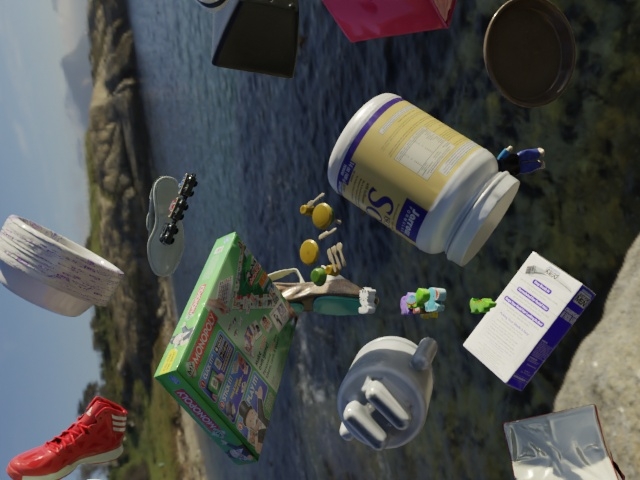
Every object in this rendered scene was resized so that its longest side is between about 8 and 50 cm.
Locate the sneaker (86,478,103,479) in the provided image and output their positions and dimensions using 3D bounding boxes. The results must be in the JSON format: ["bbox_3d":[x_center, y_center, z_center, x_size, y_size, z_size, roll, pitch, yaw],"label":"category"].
[{"bbox_3d":[-0.413,0.457,1.054,0.091,0.240,0.126,46,-163,-26],"label":"sneaker"}]

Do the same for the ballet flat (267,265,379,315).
[{"bbox_3d":[-0.027,0.110,1.571,0.108,0.315,0.106,105,161,-60],"label":"ballet flat"}]

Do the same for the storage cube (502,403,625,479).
[{"bbox_3d":[0.479,0.462,1.371,0.184,0.214,0.193,-90,-23,-44],"label":"storage cube"}]

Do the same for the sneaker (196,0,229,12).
[{"bbox_3d":[-0.249,-0.482,1.186,0.235,0.090,0.095,34,-176,17],"label":"sneaker"}]

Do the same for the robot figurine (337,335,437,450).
[{"bbox_3d":[0.156,0.343,1.625,0.200,0.300,0.353,47,-163,2],"label":"robot figurine"}]

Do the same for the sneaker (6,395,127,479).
[{"bbox_3d":[-0.444,0.342,1.249,0.087,0.221,0.128,24,107,31],"label":"sneaker"}]

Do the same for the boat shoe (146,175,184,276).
[{"bbox_3d":[-0.472,-0.044,2.139,0.091,0.114,0.303,-165,82,-69],"label":"boat shoe"}]

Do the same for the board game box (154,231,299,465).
[{"bbox_3d":[-0.135,0.164,1.132,0.214,0.046,0.317,55,-151,-27],"label":"board game box"}]

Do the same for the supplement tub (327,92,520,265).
[{"bbox_3d":[0.207,-0.123,1.432,0.331,0.241,0.241,36,145,18],"label":"supplement tub"}]

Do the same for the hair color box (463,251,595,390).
[{"bbox_3d":[0.578,0.224,1.958,0.339,0.110,0.185,-56,43,8],"label":"hair color box"}]

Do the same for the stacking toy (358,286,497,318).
[{"bbox_3d":[0.194,0.113,1.326,0.221,0.166,0.052,-17,69,60],"label":"stacking toy"}]

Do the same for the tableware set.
[{"bbox_3d":[0.000,0.000,1.270,0.104,0.024,0.154,-32,67,37],"label":"tableware set"}]

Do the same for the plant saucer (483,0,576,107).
[{"bbox_3d":[0.525,-0.474,1.775,0.041,0.277,0.278,-168,70,-69],"label":"plant saucer"}]

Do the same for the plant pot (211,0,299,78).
[{"bbox_3d":[-0.131,-0.493,1.536,0.167,0.187,0.188,120,152,-54],"label":"plant pot"}]

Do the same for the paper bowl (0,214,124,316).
[{"bbox_3d":[-0.603,0.070,1.589,0.148,0.284,0.284,-62,14,-7],"label":"paper bowl"}]

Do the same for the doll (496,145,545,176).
[{"bbox_3d":[0.592,-0.227,2.141,0.046,0.188,0.129,-137,37,-70],"label":"doll"}]

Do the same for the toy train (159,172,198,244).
[{"bbox_3d":[-0.288,-0.065,1.420,0.036,0.027,0.158,6,71,43],"label":"toy train"}]

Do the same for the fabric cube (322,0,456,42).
[{"bbox_3d":[0.154,-0.636,1.572,0.254,0.258,0.259,43,-122,-47],"label":"fabric cube"}]
